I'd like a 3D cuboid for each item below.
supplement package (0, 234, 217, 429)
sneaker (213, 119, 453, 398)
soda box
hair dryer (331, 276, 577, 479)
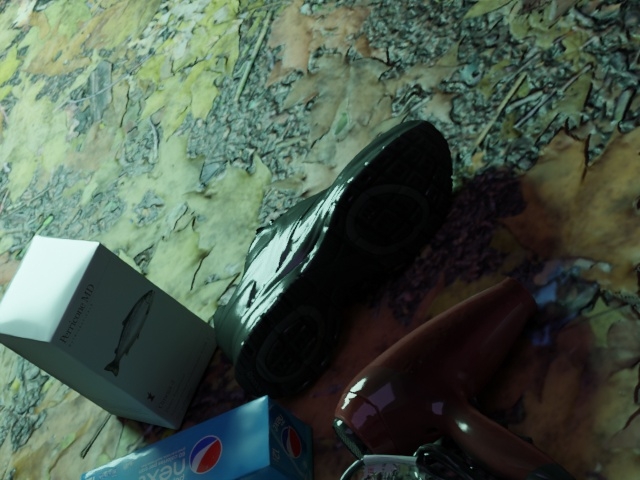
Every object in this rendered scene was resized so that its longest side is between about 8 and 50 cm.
[{"bbox_3d":[-0.198,0.086,1.350,0.105,0.179,0.105,6,64,44],"label":"supplement package"},{"bbox_3d":[0.000,0.000,1.306,0.286,0.109,0.130,-49,34,-3],"label":"sneaker"},{"bbox_3d":[-0.110,0.211,1.260,0.210,0.067,0.071,-26,46,25],"label":"soda box"},{"bbox_3d":[0.113,0.150,1.104,0.223,0.080,0.294,-2,49,21],"label":"hair dryer"}]
